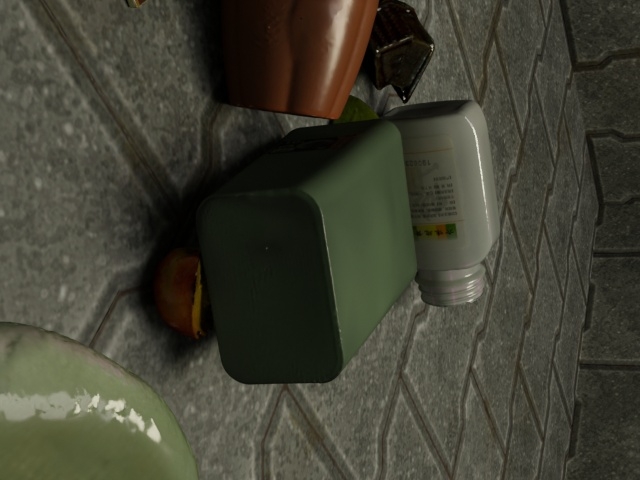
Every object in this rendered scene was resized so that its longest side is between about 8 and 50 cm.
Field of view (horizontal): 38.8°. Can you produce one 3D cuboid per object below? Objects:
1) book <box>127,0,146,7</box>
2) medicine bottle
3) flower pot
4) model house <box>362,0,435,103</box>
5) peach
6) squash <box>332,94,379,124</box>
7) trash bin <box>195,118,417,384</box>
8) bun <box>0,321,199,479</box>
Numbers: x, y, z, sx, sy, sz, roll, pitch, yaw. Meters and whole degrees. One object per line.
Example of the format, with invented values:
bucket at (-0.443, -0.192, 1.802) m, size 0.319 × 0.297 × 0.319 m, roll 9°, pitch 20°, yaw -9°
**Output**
book at (-0.188, -0.334, 0.902) m, size 0.118 × 0.012 × 0.172 m, roll -58°, pitch 138°, yaw -47°
medicine bottle at (0.194, -0.058, 1.480) m, size 0.124 × 0.179 × 0.324 m, roll -40°, pitch 123°, yaw -58°
flower pot at (-0.029, -0.232, 1.053) m, size 0.190 × 0.190 × 0.173 m, roll -11°, pitch 109°, yaw -64°
model house at (0.088, -0.314, 1.395) m, size 0.152 × 0.106 × 0.165 m, roll 3°, pitch 50°, yaw -53°
peach at (-0.138, 0.050, 0.927) m, size 0.098 × 0.061 × 0.098 m, roll 6°, pitch 90°, yaw -81°
squash at (0.081, -0.076, 1.324) m, size 0.169 × 0.093 × 0.252 m, roll 38°, pitch 54°, yaw -45°
trash bin at (0.000, 0.000, 1.032) m, size 0.343 × 0.158 × 0.223 m, roll -48°, pitch 132°, yaw -69°
bun at (-0.236, 0.180, 0.588) m, size 0.293 × 0.187 × 0.293 m, roll -15°, pitch 113°, yaw -39°
